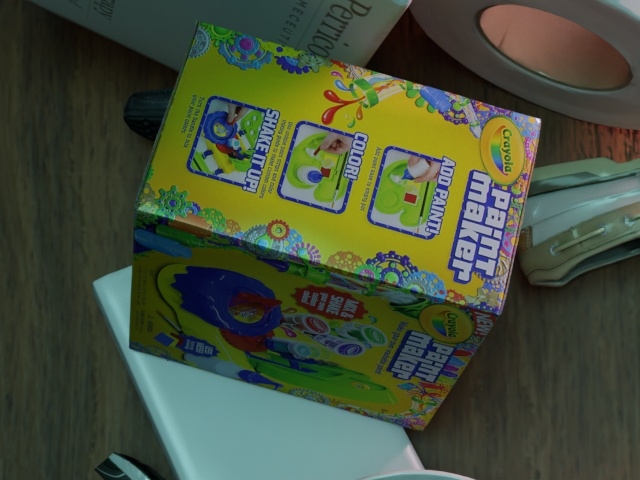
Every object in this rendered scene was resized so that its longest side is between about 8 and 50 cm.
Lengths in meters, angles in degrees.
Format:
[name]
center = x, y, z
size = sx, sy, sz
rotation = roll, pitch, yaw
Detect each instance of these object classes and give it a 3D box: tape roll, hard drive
[tape roll]
center = 0.222, -0.206, 1.264
size = 0.286, 0.286, 0.100
rotation = 22, 77, 14
[hard drive]
center = -0.053, 0.137, 1.302
size = 0.203, 0.040, 0.307
rotation = -21, 71, -17

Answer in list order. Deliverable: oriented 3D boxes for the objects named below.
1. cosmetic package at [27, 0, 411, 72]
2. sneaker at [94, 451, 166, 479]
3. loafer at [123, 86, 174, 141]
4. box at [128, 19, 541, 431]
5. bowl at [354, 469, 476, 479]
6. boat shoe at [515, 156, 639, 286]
[cosmetic package]
center = -0.083, -0.353, 1.228
size = 0.393, 0.329, 0.327
rotation = 25, 71, -6
[sneaker]
center = -0.147, 0.267, 1.291
size = 0.077, 0.072, 0.178
rotation = -45, 72, -4
[loafer]
center = -0.079, -0.132, 1.400
size = 0.223, 0.076, 0.078
rotation = 0, 68, 4
[box]
center = 0.000, 0.000, 1.191
size = 0.279, 0.290, 0.177
rotation = 15, 64, 0
[bowl]
center = 0.081, 0.340, 1.190
size = 0.298, 0.134, 0.298
rotation = 0, 80, 3
[boat shoe]
center = 0.320, -0.026, 1.292
size = 0.302, 0.113, 0.103
rotation = -11, 73, 16
